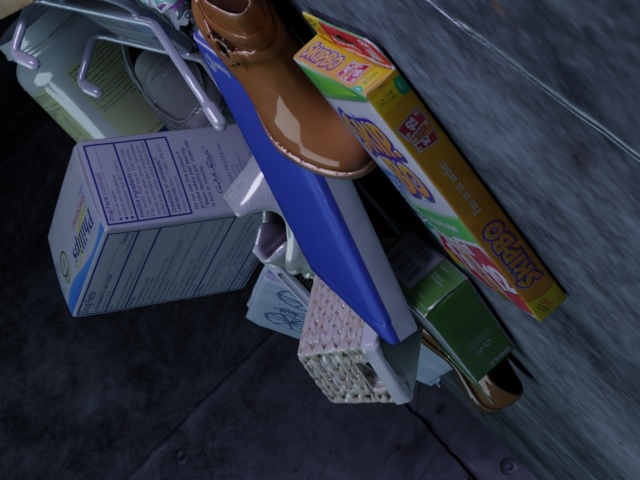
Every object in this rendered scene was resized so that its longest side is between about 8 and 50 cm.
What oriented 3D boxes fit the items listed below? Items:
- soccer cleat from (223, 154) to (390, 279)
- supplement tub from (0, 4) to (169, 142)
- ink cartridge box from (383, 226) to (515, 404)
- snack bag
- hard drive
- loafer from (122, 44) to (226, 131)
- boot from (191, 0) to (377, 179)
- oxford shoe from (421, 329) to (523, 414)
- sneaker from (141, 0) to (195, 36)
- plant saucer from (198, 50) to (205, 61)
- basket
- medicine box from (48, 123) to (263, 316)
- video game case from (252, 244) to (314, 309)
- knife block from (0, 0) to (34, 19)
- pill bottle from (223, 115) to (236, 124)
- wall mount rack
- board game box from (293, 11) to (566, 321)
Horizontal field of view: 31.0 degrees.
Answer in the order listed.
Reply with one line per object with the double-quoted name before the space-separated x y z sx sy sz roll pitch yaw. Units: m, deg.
"soccer cleat" 0.000 0.000 1.426 0.331 0.143 0.116 49 176 -40
"supplement tub" -0.390 -0.294 2.063 0.325 0.235 0.235 48 176 -25
"ink cartridge box" 0.147 0.085 1.274 0.109 0.062 0.209 46 177 45
"snack bag" 0.057 0.131 1.740 0.342 0.037 0.323 20 163 -2
"hard drive" -0.015 -0.060 1.178 0.210 0.040 0.319 42 162 55
"loafer" -0.236 -0.246 1.769 0.111 0.112 0.319 39 -177 -34
"boot" -0.036 -0.137 0.873 0.197 0.073 0.152 43 172 20
"oxford shoe" 0.175 0.114 1.413 0.212 0.076 0.076 50 146 -2
"sneaker" -0.168 -0.263 1.321 0.069 0.038 0.098 49 177 -27
"plant saucer" -0.126 -0.220 1.502 0.083 0.015 0.083 46 177 3
"basket" 0.050 0.095 1.325 0.113 0.103 0.167 57 -146 -39
"medicine box" -0.222 -0.030 1.674 0.263 0.289 0.149 -56 49 53
"video game case" 0.005 0.012 1.513 0.173 0.022 0.190 48 -139 -18
"knife block" -0.352 -0.320 1.328 0.088 0.275 0.242 49 -154 -21
"pill bottle" -0.152 -0.132 2.028 0.117 0.117 0.215 46 177 16
"wall mount rack" -0.218 -0.223 1.510 0.304 0.131 0.350 16 180 13
"board game box" 0.074 -0.052 0.827 0.259 0.039 0.124 52 174 -30
